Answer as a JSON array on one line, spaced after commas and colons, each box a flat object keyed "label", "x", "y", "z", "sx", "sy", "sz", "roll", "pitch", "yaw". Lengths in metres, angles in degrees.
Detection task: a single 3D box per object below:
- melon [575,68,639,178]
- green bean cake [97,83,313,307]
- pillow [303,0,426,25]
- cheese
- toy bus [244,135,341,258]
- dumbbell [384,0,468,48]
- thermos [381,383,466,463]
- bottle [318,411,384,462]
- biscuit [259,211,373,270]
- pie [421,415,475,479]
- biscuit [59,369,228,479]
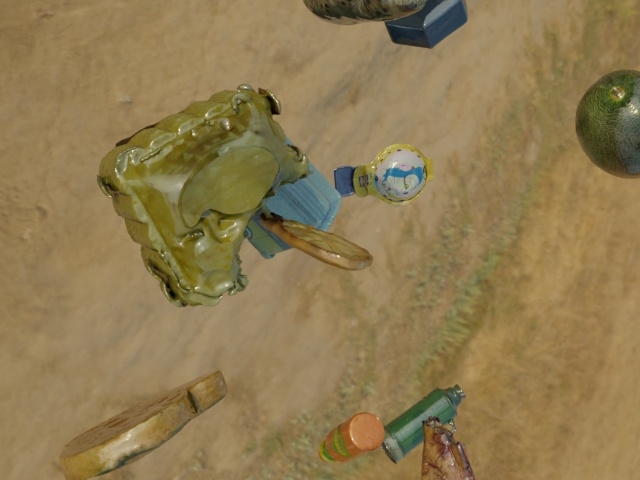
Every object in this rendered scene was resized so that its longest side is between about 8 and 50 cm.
[{"label": "melon", "x": 0.357, "y": -0.134, "z": 0.958, "sx": 0.167, "sy": 0.114, "sz": 0.114, "roll": 39, "pitch": 72, "yaw": -55}, {"label": "green bean cake", "x": -0.153, "y": -0.069, "z": 1.278, "sx": 0.310, "sy": 0.202, "sz": 0.285, "roll": -33, "pitch": 107, "yaw": -14}, {"label": "pillow", "x": 0.037, "y": -0.305, "z": 1.053, "sx": 0.093, "sy": 0.241, "sz": 0.051, "roll": 11, "pitch": 97, "yaw": -29}, {"label": "cheese", "x": 0.156, "y": -0.153, "z": 2.004, "sx": 0.250, "sy": 0.064, "sz": 0.156, "roll": -9, "pitch": 106, "yaw": -6}, {"label": "toy bus", "x": -0.130, "y": -0.117, "z": 1.623, "sx": 0.312, "sy": 0.190, "sz": 0.152, "roll": 46, "pitch": 55, "yaw": -25}, {"label": "dumbbell", "x": 0.140, "y": -0.466, "z": 1.354, "sx": 0.160, "sy": 0.144, "sz": 0.325, "roll": -39, "pitch": 143, "yaw": -2}, {"label": "thermos", "x": 0.199, "y": 0.344, "z": 1.580, "sx": 0.188, "sy": 0.083, "sz": 0.073, "roll": -34, "pitch": 131, "yaw": -11}, {"label": "bottle", "x": 0.044, "y": 0.350, "z": 1.431, "sx": 0.069, "sy": 0.069, "sz": 0.187, "roll": -46, "pitch": 177, "yaw": -33}, {"label": "biscuit", "x": -0.003, "y": 0.005, "z": 1.419, "sx": 0.203, "sy": 0.260, "sz": 0.041, "roll": 22, "pitch": 96, "yaw": -23}, {"label": "pie", "x": 0.171, "y": 0.329, "z": 1.148, "sx": 0.034, "sy": 0.092, "sz": 0.169, "roll": -10, "pitch": 103, "yaw": -51}, {"label": "biscuit", "x": -0.280, "y": 0.299, "z": 1.331, "sx": 0.287, "sy": 0.344, "sz": 0.057, "roll": -27, "pitch": 91, "yaw": -21}]
